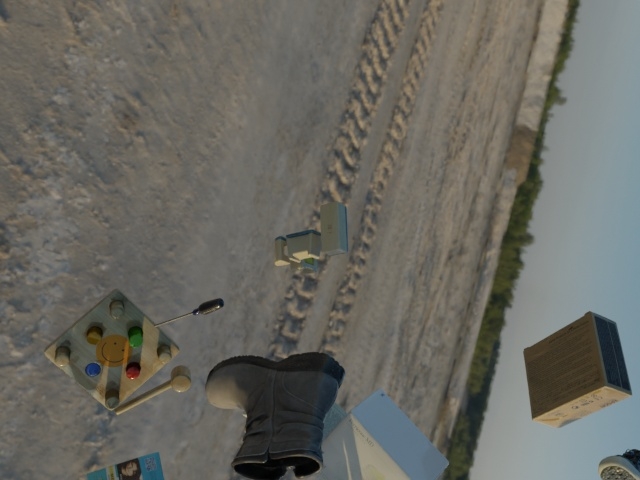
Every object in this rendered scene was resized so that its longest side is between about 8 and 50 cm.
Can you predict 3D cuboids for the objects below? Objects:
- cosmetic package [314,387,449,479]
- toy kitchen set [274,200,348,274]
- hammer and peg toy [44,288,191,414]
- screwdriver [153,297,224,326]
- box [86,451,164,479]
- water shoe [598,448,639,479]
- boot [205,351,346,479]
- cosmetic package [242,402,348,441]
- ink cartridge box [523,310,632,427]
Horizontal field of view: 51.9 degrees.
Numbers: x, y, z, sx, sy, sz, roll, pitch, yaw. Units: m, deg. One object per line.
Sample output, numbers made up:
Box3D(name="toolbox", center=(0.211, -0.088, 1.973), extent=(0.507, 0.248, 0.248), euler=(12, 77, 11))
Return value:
Box3D(name="cosmetic package", center=(0.121, 0.500, 1.480), extent=(0.138, 0.224, 0.224), euler=(-20, 150, -54))
Box3D(name="toy kitchen set", center=(0.000, 0.000, 1.667), extent=(0.166, 0.207, 0.122), euler=(24, 60, -54))
Box3D(name="hammer and peg toy", center=(-0.525, 0.336, 1.779), extent=(0.266, 0.361, 0.127), euler=(-40, -157, -4))
Box3D(name="screwdriver", center=(-0.254, 0.143, 1.267), extent=(0.025, 0.170, 0.024), euler=(11, 61, -58))
Box3D(name="box", center=(-0.487, 0.606, 1.643), extent=(0.060, 0.244, 0.100), euler=(2, 66, -51))
Box3D(name="water shoe", center=(0.579, 0.428, 1.242), extent=(0.203, 0.073, 0.080), euler=(43, 52, -38))
Box3D(name="boot", center=(-0.122, 0.328, 1.213), extent=(0.118, 0.338, 0.222), euler=(49, 42, -27))
Box3D(name="cosmetic package", center=(-0.058, 0.478, 1.799), extent=(0.309, 0.113, 0.160), euler=(50, 49, -36))
Box3D(name="ink cartridge box", center=(0.594, 0.307, 1.542), extent=(0.234, 0.088, 0.193), euler=(-49, -154, 47))
